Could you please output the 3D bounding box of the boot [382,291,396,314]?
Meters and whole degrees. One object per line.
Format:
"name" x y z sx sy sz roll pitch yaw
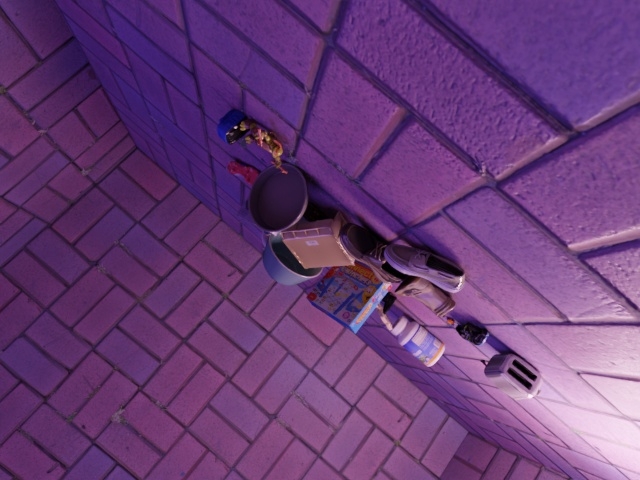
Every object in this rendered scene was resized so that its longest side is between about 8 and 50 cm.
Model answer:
"boot" 0.321 0.305 2.168 0.099 0.121 0.045 32 158 13

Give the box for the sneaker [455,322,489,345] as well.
"sneaker" 0.624 0.386 1.766 0.078 0.067 0.188 37 168 -10

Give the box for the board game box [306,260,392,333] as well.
"board game box" 0.139 0.253 2.102 0.308 0.302 0.086 26 159 40

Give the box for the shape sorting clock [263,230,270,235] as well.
"shape sorting clock" -0.192 -0.104 2.000 0.040 0.206 0.206 47 164 -29

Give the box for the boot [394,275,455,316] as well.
"boot" 0.428 0.231 1.763 0.204 0.095 0.262 39 160 3

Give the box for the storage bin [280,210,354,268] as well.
"storage bin" 0.000 0.000 1.873 0.263 0.123 0.260 -5 138 30

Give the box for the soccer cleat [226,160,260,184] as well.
"soccer cleat" -0.363 -0.333 2.128 0.248 0.082 0.095 26 -171 28

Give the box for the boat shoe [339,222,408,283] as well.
"boat shoe" 0.228 0.047 1.703 0.355 0.132 0.130 39 157 -26

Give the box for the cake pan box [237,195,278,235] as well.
"cake pan box" -0.222 -0.167 1.903 0.267 0.245 0.070 24 171 43

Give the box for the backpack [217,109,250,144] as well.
"backpack" -0.351 -0.444 1.681 0.101 0.120 0.098 35 164 21

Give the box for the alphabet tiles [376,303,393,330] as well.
"alphabet tiles" 0.296 0.335 2.236 0.278 0.021 0.284 54 -171 -41

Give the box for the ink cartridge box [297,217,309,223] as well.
"ink cartridge box" -0.050 -0.050 2.091 0.198 0.067 0.115 31 -177 31

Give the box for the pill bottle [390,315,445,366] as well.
"pill bottle" 0.509 0.528 2.270 0.272 0.152 0.152 38 164 6

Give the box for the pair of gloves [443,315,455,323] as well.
"pair of gloves" 0.562 0.346 1.908 0.083 0.010 0.074 38 165 11

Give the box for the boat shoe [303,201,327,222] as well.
"boat shoe" -0.023 -0.109 1.918 0.207 0.073 0.073 38 180 -29

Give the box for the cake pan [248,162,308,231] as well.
"cake pan" -0.168 -0.173 1.752 0.293 0.292 0.054 31 -173 32

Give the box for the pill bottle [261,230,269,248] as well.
"pill bottle" -0.200 0.038 2.447 0.229 0.229 0.407 37 164 13

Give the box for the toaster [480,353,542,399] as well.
"toaster" 0.780 0.545 1.733 0.227 0.129 0.146 41 161 8

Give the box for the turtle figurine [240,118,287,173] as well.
"turtle figurine" -0.210 -0.377 1.597 0.217 0.087 0.269 40 175 30

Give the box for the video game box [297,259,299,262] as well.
"video game box" -0.034 0.099 2.306 0.187 0.206 0.048 126 131 -75

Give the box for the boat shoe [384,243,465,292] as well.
"boat shoe" 0.367 0.075 1.496 0.303 0.109 0.094 24 144 22

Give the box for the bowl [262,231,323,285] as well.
"bowl" -0.156 0.098 2.080 0.312 0.311 0.163 41 122 -1
